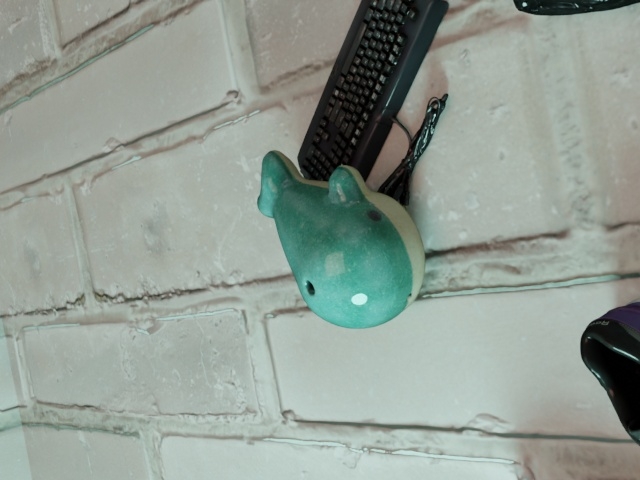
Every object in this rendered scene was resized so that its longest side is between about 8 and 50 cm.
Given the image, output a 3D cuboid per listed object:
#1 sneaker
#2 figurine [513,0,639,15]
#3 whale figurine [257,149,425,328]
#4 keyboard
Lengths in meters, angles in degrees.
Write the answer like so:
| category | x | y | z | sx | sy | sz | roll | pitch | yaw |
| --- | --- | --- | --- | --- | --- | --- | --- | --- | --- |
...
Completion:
| category | x | y | z | sx | sy | sz | roll | pitch | yaw |
| --- | --- | --- | --- | --- | --- | --- | --- | --- | --- |
| sneaker | 0.343 | 0.190 | 0.779 | 0.283 | 0.124 | 0.107 | 55 | 132 | 23 |
| figurine | 0.299 | -0.309 | 0.765 | 0.209 | 0.092 | 0.214 | 16 | 109 | 35 |
| whale figurine | 0.000 | 0.000 | 1.059 | 0.272 | 0.141 | 0.216 | 39 | 140 | 24 |
| keyboard | 0.073 | -0.166 | 1.059 | 0.201 | 0.033 | 0.317 | 45 | 128 | 30 |
